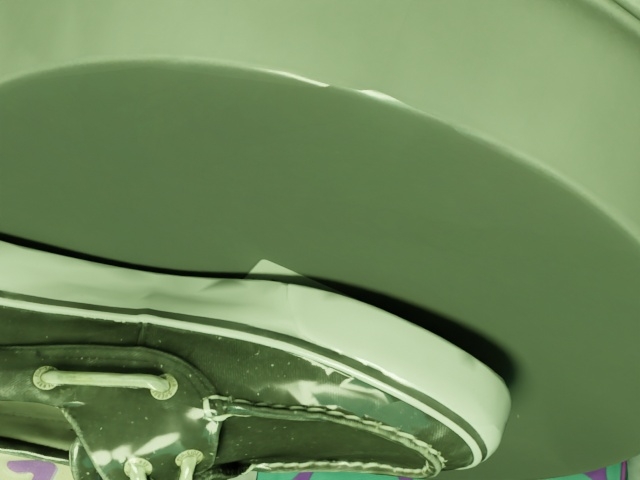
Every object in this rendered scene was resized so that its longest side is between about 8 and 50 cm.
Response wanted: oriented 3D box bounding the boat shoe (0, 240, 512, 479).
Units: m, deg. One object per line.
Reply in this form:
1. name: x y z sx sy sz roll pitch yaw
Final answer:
1. boat shoe: -0.052 0.053 0.514 0.219 0.070 0.078 9 151 13

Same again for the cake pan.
1. cake pan: 0.000 0.000 0.525 0.293 0.054 0.293 13 151 7

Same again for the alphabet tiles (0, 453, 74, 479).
1. alphabet tiles: -0.153 0.179 0.823 0.284 0.021 0.278 -5 131 19

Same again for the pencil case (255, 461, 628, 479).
1. pencil case: 0.046 0.101 0.653 0.152 0.070 0.064 2 113 10
